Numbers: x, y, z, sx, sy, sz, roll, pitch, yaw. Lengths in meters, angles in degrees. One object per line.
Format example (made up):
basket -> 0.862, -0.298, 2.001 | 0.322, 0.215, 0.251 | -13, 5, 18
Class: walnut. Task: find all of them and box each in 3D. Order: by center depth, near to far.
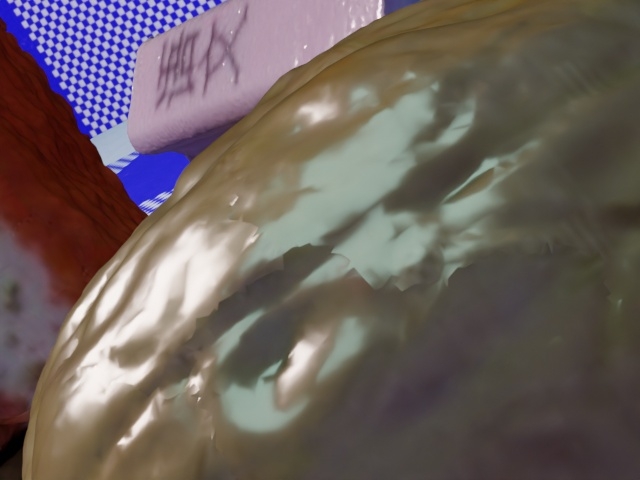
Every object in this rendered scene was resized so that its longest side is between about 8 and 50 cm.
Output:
walnut -> 0.051, 0.060, 0.469 | 0.313, 0.252, 0.277 | -41, 13, 1

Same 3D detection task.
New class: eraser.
eraser -> 0.053, -0.120, 1.148 | 0.272, 0.122, 0.359 | 12, -12, -33

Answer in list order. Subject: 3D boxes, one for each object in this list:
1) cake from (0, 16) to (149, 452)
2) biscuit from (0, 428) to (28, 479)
cake -> -0.279, 0.022, 0.867 | 0.319, 0.269, 0.270 | -37, 3, 2
biscuit -> -0.239, 0.193, 0.924 | 0.359, 0.074, 0.381 | -41, 8, -32
